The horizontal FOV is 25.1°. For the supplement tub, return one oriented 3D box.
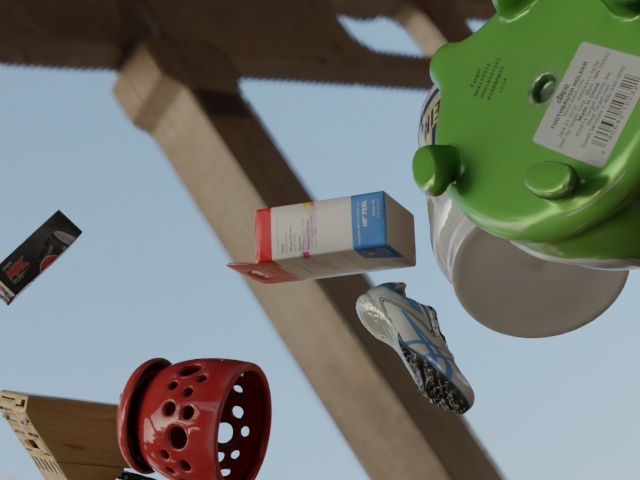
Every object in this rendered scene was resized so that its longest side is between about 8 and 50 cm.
[{"bbox_3d":[0.241,-0.062,1.707,0.236,0.325,0.235,0,-54,-1],"label":"supplement tub"}]

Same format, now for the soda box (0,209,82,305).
[{"bbox_3d":[-0.470,0.027,2.353,0.169,0.060,0.053,-48,4,-33],"label":"soda box"}]

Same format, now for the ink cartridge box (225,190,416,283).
[{"bbox_3d":[0.000,0.000,1.934,0.231,0.078,0.134,-7,-16,19],"label":"ink cartridge box"}]

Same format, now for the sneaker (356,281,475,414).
[{"bbox_3d":[0.134,0.131,1.861,0.086,0.237,0.085,-28,-43,-15],"label":"sneaker"}]

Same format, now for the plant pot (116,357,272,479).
[{"bbox_3d":[-0.181,0.259,2.040,0.174,0.191,0.191,3,-15,24],"label":"plant pot"}]

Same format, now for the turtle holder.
[{"bbox_3d":[0.212,-0.082,1.174,0.227,0.243,0.320,25,-27,-34],"label":"turtle holder"}]

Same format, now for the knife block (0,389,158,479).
[{"bbox_3d":[-0.336,0.284,2.238,0.242,0.088,0.275,-43,-63,-32],"label":"knife block"}]
